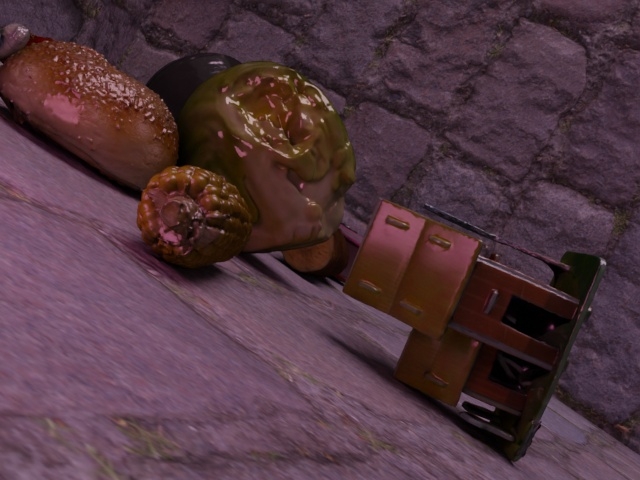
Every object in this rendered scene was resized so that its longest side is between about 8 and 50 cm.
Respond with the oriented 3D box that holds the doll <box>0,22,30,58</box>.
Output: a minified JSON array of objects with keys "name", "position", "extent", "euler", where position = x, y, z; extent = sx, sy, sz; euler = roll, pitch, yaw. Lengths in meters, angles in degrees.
[{"name":"doll","position":[-0.523,-0.288,1.302],"extent":[0.214,0.103,0.072],"euler":[-13,79,-42]}]

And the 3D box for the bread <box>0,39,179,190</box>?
[{"name":"bread","position":[-0.355,-0.205,1.438],"extent":[0.305,0.159,0.305],"euler":[34,4,-2]}]

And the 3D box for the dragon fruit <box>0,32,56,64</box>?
[{"name":"dragon fruit","position":[-0.646,-0.397,1.990],"extent":[0.246,0.126,0.125],"euler":[23,23,-3]}]

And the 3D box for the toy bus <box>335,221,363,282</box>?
[{"name":"toy bus","position":[0.000,0.000,2.197],"extent":[0.302,0.128,0.147],"euler":[30,6,-46]}]

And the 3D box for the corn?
[{"name":"corn","position":[-0.145,-0.023,1.117],"extent":[0.119,0.119,0.322],"euler":[33,-2,7]}]

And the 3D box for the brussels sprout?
[{"name":"brussels sprout","position":[-0.108,-0.136,1.563],"extent":[0.344,0.344,0.268],"euler":[35,31,33]}]

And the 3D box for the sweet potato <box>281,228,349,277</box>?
[{"name":"sweet potato","position":[0.000,0.016,1.983],"extent":[0.131,0.131,0.336],"euler":[34,2,10]}]

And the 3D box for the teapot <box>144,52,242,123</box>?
[{"name":"teapot","position":[-0.197,-0.176,1.930],"extent":[0.362,0.305,0.376],"euler":[46,-18,39]}]

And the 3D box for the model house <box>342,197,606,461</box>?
[{"name":"model house","position":[0.188,0.096,1.365],"extent":[0.323,0.301,0.340],"euler":[24,3,-2]}]
